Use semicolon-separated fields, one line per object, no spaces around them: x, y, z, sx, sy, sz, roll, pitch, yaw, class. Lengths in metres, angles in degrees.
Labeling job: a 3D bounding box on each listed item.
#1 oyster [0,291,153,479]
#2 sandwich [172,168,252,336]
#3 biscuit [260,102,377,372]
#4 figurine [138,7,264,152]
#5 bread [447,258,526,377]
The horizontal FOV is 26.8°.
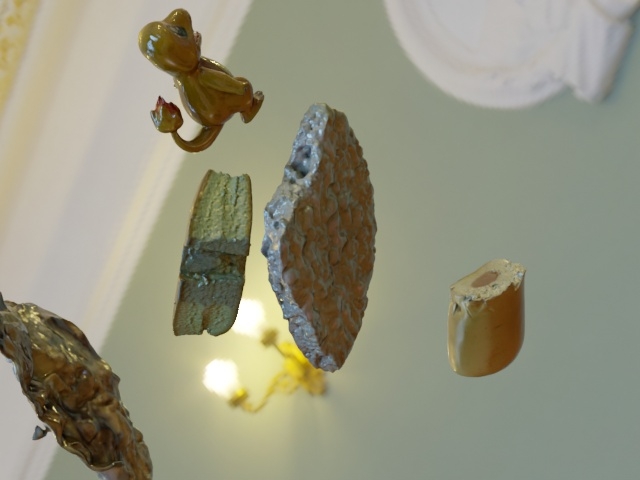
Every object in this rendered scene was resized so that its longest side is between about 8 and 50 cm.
-0.264;0.134;1.328;0.107;0.201;0.354;-42;-52;-16;oyster
-0.143;0.030;1.804;0.088;0.090;0.244;-105;25;-75;sandwich
0.000;0.000;1.297;0.188;0.040;0.265;-10;-79;-57;biscuit
-0.159;-0.180;1.564;0.122;0.121;0.176;-58;-45;-21;figurine
0.254;0.121;2.005;0.134;0.085;0.173;-31;-49;-32;bread
